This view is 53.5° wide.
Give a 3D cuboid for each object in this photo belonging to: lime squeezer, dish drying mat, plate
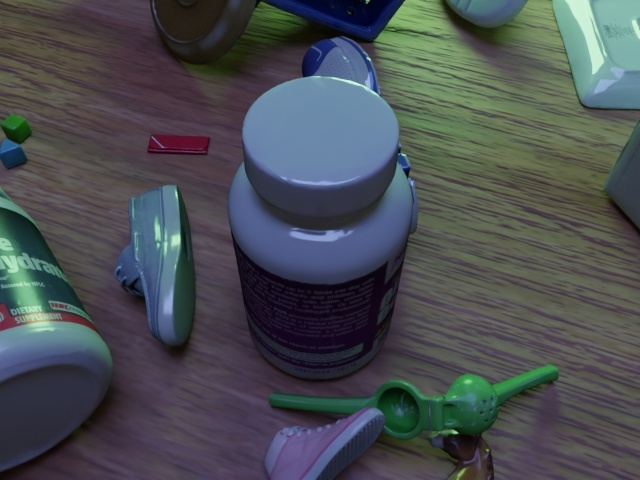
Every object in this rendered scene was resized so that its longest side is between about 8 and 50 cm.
[{"bbox_3d":[0.102,0.152,0.629,0.310,0.059,0.110,-6,19,-3],"label":"lime squeezer"},{"bbox_3d":[-0.199,-0.136,0.892,0.083,0.008,0.032,2,53,1],"label":"dish drying mat"},{"bbox_3d":[0.529,-0.314,1.003,0.277,0.045,0.277,2,55,2],"label":"plate"}]

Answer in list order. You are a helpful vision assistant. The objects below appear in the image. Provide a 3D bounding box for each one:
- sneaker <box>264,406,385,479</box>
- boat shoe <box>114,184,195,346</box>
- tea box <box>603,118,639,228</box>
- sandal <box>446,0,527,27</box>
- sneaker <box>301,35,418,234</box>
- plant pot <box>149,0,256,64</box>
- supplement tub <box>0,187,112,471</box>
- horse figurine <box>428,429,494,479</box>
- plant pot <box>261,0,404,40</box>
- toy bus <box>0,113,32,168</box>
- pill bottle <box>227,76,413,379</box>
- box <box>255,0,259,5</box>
[{"bbox_3d":[-0.003,0.191,0.607,0.134,0.051,0.070,-48,52,10],"label":"sneaker"},{"bbox_3d":[-0.194,0.029,0.738,0.081,0.079,0.228,-12,49,-1],"label":"boat shoe"},{"bbox_3d":[0.583,-0.067,0.717,0.328,0.220,0.324,-21,58,-15],"label":"tea box"},{"bbox_3d":[0.271,-0.514,1.104,0.102,0.169,0.416,17,42,-40],"label":"sandal"},{"bbox_3d":[-0.007,-0.130,0.816,0.182,0.127,0.316,-11,57,-11],"label":"sneaker"},{"bbox_3d":[-0.185,-0.386,0.949,0.032,0.236,0.236,-5,44,-51],"label":"plant pot"},{"bbox_3d":[-0.346,0.073,0.629,0.191,0.191,0.272,-31,60,-20],"label":"supplement tub"},{"bbox_3d":[0.108,0.291,0.543,0.174,0.066,0.263,-2,44,-20],"label":"horse figurine"},{"bbox_3d":[0.029,-0.485,0.963,0.235,0.236,0.212,11,51,-29],"label":"plant pot"},{"bbox_3d":[-0.516,-0.157,0.846,0.202,0.104,0.191,36,61,22],"label":"toy bus"},{"bbox_3d":[0.000,0.000,0.614,0.169,0.302,0.169,0,54,0],"label":"pill bottle"},{"bbox_3d":[-0.210,-0.499,1.099,0.261,0.103,0.184,21,60,14],"label":"box"}]
